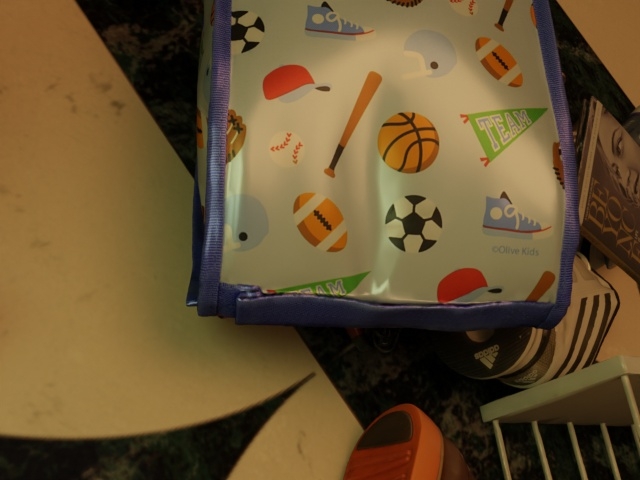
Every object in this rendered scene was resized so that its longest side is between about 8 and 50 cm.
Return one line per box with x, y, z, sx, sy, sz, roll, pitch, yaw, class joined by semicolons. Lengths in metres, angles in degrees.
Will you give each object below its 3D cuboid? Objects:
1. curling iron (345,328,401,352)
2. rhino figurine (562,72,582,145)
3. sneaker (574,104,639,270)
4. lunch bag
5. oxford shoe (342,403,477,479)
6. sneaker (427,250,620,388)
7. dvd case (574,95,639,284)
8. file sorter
0.000;0.000;0.896;0.068;0.035;0.274;-25;80;-51;curling iron
0.310;-0.213;1.249;0.243;0.106;0.073;46;10;-4;rhino figurine
0.453;-0.022;1.246;0.236;0.130;0.323;-46;133;-12;sneaker
0.044;-0.097;0.788;0.327;0.239;0.386;2;60;-10;lunch bag
0.074;0.311;0.687;0.132;0.130;0.364;41;44;-20;oxford shoe
0.218;-0.021;1.036;0.257;0.169;0.448;25;48;-43;sneaker
0.375;-0.052;1.049;0.221;0.018;0.165;32;64;-35;dvd case
0.352;0.241;0.915;0.277;0.193;0.173;10;60;-35;file sorter
